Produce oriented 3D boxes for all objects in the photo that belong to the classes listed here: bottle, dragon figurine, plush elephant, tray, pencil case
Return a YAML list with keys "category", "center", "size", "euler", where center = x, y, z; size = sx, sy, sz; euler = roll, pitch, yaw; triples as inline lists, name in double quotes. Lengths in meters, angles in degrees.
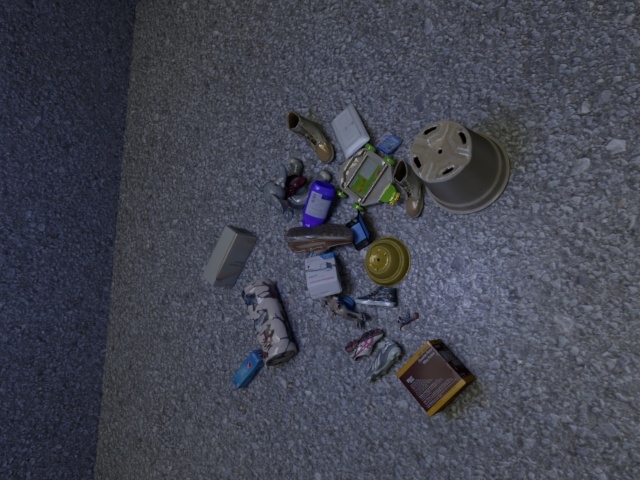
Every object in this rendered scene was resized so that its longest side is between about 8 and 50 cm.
- category: "bottle"
  center: [-0.021, -0.135, 2.052]
  size: [0.118, 0.092, 0.282]
  euler: [16, 117, -5]
- category: "dragon figurine"
  center: [0.090, 0.287, 1.943]
  size: [0.289, 0.144, 0.085]
  euler: [43, 110, 52]
- category: "plush elephant"
  center: [-0.168, -0.253, 2.108]
  size: [0.272, 0.255, 0.330]
  euler: [37, 104, 33]
- category: "tray"
  center: [0.128, -0.516, 2.045]
  size: [0.145, 0.030, 0.270]
  euler: [-37, 50, 24]
- category: "pencil case"
  center: [-0.254, 0.398, 2.119]
  size: [0.183, 0.160, 0.410]
  euler: [-28, 66, 11]

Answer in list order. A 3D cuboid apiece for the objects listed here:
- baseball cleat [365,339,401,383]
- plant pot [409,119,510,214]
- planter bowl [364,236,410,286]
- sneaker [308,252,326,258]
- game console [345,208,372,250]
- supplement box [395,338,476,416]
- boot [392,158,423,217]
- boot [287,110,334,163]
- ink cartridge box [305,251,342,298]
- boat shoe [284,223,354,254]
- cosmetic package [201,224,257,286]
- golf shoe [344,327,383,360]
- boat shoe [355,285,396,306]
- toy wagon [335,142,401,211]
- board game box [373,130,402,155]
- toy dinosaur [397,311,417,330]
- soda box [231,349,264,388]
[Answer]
- category: "baseball cleat"
  center: [0.250, 0.493, 1.819]
  size: [0.206, 0.072, 0.109]
  euler: [-47, 43, 17]
- category: "plant pot"
  center: [0.488, -0.285, 1.621]
  size: [0.334, 0.305, 0.333]
  euler: [-6, 79, 35]
- category: "planter bowl"
  center: [0.261, 0.086, 1.853]
  size: [0.217, 0.090, 0.217]
  euler: [-6, 79, 35]
- category: "sneaker"
  center: [-0.013, 0.078, 2.065]
  size: [0.073, 0.063, 0.162]
  euler: [1, 83, 32]
- category: "game console"
  center: [0.165, -0.045, 1.943]
  size: [0.124, 0.085, 0.144]
  euler: [-34, 66, 26]
- category: "supplement box"
  center: [0.428, 0.506, 1.642]
  size: [0.191, 0.129, 0.194]
  euler: [-52, 58, 17]
- category: "boot"
  center: [0.354, -0.209, 1.787]
  size: [0.077, 0.165, 0.213]
  euler: [-1, 80, 36]
- category: "boot"
  center: [-0.050, -0.492, 2.094]
  size: [0.095, 0.203, 0.262]
  euler: [-35, 63, 27]
- category: "ink cartridge box"
  center: [0.011, 0.152, 1.945]
  size: [0.140, 0.082, 0.190]
  euler: [-15, 36, 5]
- category: "boat shoe"
  center: [0.000, 0.000, 2.004]
  size: [0.324, 0.123, 0.116]
  euler: [-1, 122, 20]
- category: "cosmetic package"
  center: [-0.482, 0.086, 2.335]
  size: [0.113, 0.160, 0.309]
  euler: [34, 103, 34]
- category: "golf shoe"
  center: [0.197, 0.440, 1.866]
  size: [0.186, 0.067, 0.086]
  euler: [-36, 95, 20]
- category: "boat shoe"
  center: [0.235, 0.233, 1.867]
  size: [0.183, 0.065, 0.083]
  euler: [0, 81, 28]
- category: "toy wagon"
  center: [0.226, -0.256, 1.948]
  size: [0.344, 0.068, 0.267]
  euler: [42, 107, 32]
- category: "board game box"
  center: [0.297, -0.428, 1.934]
  size: [0.090, 0.020, 0.090]
  euler: [-43, 58, -6]
- category: "toy dinosaur"
  center: [0.358, 0.319, 1.791]
  size: [0.082, 0.047, 0.090]
  euler: [-4, 113, 26]
- category: "soda box"
  center: [-0.354, 0.644, 2.206]
  size: [0.210, 0.071, 0.067]
  euler: [-52, 59, 17]
